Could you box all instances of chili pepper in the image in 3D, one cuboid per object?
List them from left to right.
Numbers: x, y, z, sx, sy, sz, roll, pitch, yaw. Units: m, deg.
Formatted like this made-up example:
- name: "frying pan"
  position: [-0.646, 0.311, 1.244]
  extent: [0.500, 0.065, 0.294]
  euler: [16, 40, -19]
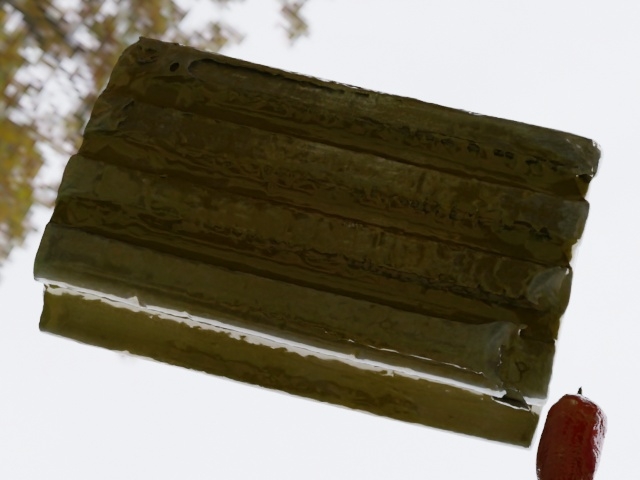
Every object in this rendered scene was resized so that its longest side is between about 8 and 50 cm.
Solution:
- name: "chili pepper"
  position: [0.170, 0.173, 1.350]
  extent: [0.045, 0.027, 0.178]
  euler: [20, -122, -1]

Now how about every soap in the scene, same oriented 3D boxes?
- name: "soap"
  position: [0.000, 0.000, 1.032]
  extent: [0.274, 0.089, 0.173]
  euler: [14, -122, 6]
